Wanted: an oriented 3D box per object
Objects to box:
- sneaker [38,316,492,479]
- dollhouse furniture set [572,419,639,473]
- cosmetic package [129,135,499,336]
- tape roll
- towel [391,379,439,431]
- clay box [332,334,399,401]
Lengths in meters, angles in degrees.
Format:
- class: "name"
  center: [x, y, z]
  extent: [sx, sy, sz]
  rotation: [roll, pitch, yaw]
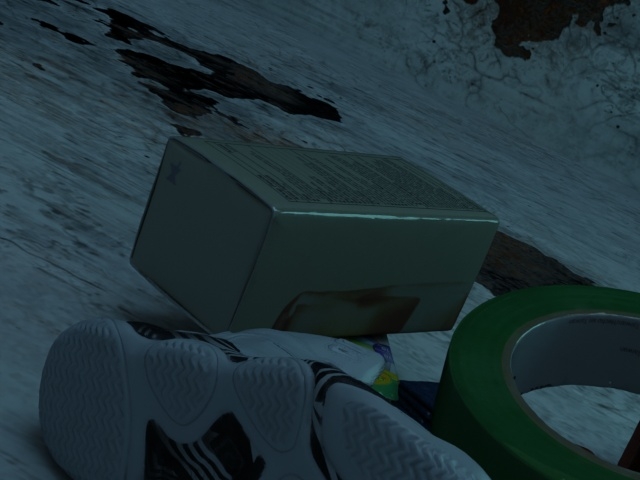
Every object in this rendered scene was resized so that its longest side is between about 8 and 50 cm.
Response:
- class: "sneaker"
  center: [0.002, 0.132, 0.850]
  extent: [0.366, 0.137, 0.210]
  rotation: [14, 5, 41]
- class: "dollhouse furniture set"
  center: [0.320, 0.199, 1.152]
  extent: [0.374, 0.152, 0.201]
  rotation: [7, 23, -44]
- class: "cosmetic package"
  center: [0.000, 0.000, 1.182]
  extent: [0.296, 0.129, 0.153]
  rotation: [3, 26, -45]
- class: "tape roll"
  center: [0.249, 0.148, 1.029]
  extent: [0.321, 0.077, 0.321]
  rotation: [8, 29, -4]
- class: "towel"
  center: [0.123, 0.154, 1.235]
  extent: [0.119, 0.029, 0.067]
  rotation: [10, 21, -39]
- class: "clay box"
  center: [-0.003, 0.095, 1.202]
  extent: [0.127, 0.053, 0.222]
  rotation: [19, 18, -9]
